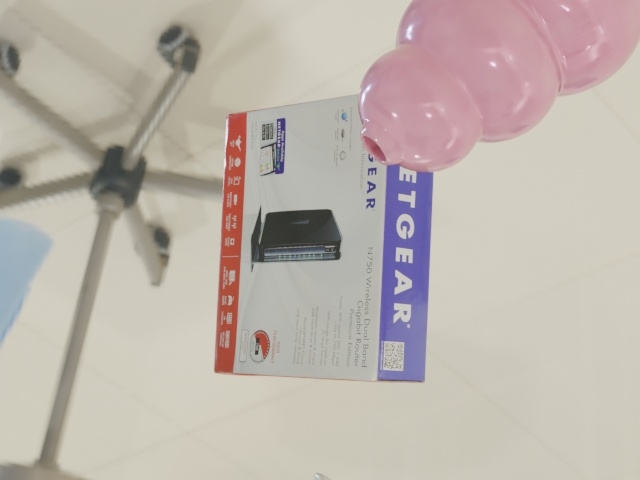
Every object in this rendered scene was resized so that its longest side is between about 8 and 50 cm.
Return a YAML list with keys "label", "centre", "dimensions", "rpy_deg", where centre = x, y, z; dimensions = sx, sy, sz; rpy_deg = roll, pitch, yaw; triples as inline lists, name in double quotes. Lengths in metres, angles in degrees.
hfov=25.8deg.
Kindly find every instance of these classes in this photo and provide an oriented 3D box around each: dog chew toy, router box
- label: "dog chew toy"
  centre: [0.172, -0.194, 1.399]
  dimensions: [0.206, 0.332, 0.206]
  rpy_deg: [44, 164, 16]
- label: "router box"
  centre: [0.000, 0.000, 1.691]
  dimensions: [0.082, 0.335, 0.301]
  rpy_deg: [7, 173, -41]

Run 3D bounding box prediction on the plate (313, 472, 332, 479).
- label: "plate"
  centre: [0.059, 0.376, 1.167]
  dimensions: [0.045, 0.278, 0.277]
  rpy_deg: [-10, 121, -15]
